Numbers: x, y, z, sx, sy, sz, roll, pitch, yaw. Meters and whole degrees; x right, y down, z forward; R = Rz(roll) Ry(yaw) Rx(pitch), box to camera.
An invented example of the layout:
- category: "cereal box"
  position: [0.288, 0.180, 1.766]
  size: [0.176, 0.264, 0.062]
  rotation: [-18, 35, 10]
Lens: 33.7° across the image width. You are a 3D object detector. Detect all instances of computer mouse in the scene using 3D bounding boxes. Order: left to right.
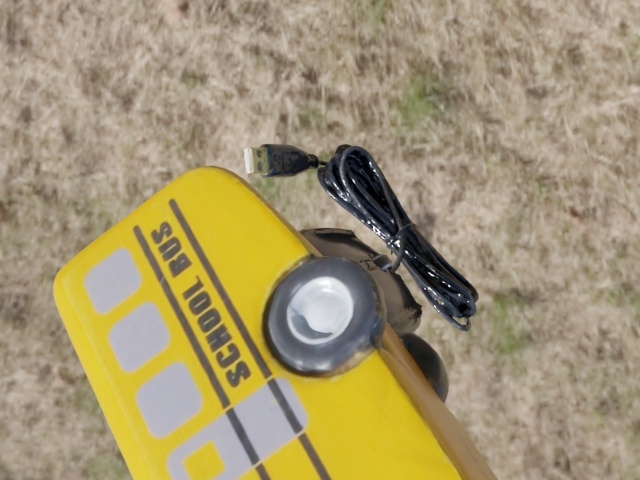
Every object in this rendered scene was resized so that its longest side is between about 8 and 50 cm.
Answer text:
- category: "computer mouse"
  position: [0.000, 0.000, 0.682]
  size: [0.262, 0.184, 0.060]
  rotation: [-17, 153, -51]

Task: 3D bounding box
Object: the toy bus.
- category: "toy bus"
  position: [0.016, 0.117, 0.424]
  size: [0.130, 0.333, 0.108]
  rotation: [-36, 147, 4]
